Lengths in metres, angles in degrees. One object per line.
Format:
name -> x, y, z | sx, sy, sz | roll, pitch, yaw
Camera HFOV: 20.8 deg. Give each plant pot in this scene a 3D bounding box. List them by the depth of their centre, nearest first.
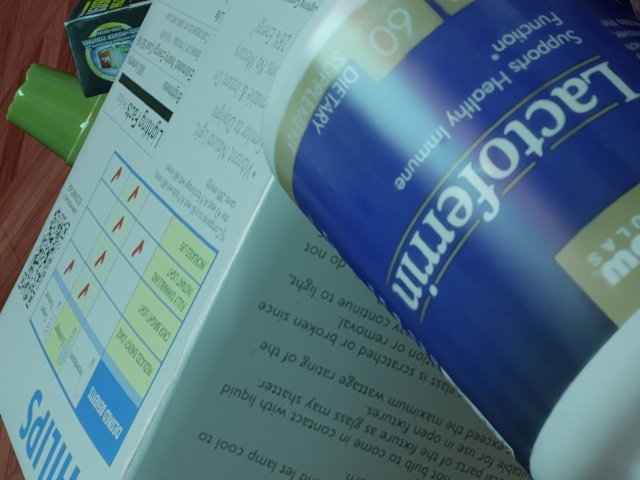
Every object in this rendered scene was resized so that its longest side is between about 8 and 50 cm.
plant pot -> -0.204, -0.101, 1.382 | 0.083, 0.079, 0.083 | -62, 8, 16

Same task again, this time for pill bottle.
pill bottle -> 0.109, 0.007, 0.672 | 0.265, 0.153, 0.153 | 49, 118, 26

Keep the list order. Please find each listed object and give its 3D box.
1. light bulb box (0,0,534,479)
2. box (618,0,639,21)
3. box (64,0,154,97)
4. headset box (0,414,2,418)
light bulb box -> 0.000, 0.000, 0.981 | 0.361, 0.225, 0.358 | -63, 22, 5
box -> 0.221, -0.137, 0.666 | 0.261, 0.103, 0.184 | -30, 82, 56
box -> -0.076, -0.188, 1.349 | 0.270, 0.216, 0.060 | -100, -5, -74
headset box -> -0.128, -0.003, 1.349 | 0.283, 0.131, 0.246 | -62, 9, 13
